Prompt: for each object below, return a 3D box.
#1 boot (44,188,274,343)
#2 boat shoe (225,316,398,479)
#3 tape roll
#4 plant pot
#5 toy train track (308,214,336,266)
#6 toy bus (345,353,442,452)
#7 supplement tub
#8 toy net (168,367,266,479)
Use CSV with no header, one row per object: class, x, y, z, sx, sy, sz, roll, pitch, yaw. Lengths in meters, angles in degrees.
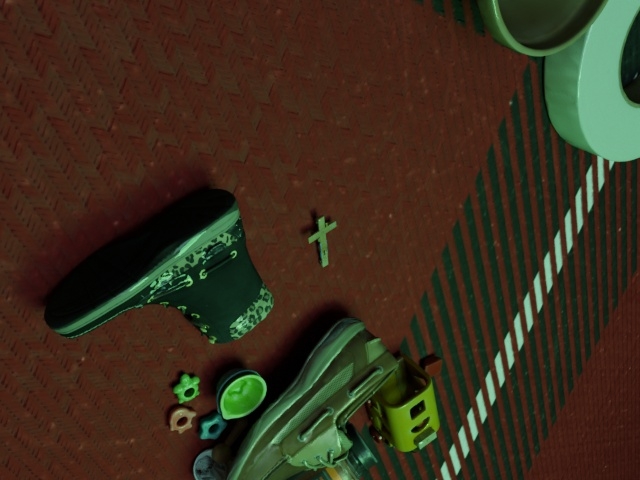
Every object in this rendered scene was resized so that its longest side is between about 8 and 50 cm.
boot,-0.167,0.070,0.805,0.236,0.085,0.178,-36,134,-16
boat shoe,-0.013,0.260,0.975,0.324,0.116,0.123,-54,163,-3
tape roll,0.503,-0.315,1.095,0.392,0.072,0.392,-18,124,-28
plant pot,0.255,-0.354,0.859,0.237,0.110,0.237,-19,126,-28
toy train track,0.000,0.000,0.939,0.048,0.014,0.083,-32,136,-28
toy bus,0.140,0.287,1.148,0.202,0.104,0.191,14,106,-41
supplement tub,-0.014,0.357,1.053,0.198,0.106,0.106,-34,132,-4
toy net,-0.144,0.274,0.967,0.122,0.045,0.232,-11,122,-33
